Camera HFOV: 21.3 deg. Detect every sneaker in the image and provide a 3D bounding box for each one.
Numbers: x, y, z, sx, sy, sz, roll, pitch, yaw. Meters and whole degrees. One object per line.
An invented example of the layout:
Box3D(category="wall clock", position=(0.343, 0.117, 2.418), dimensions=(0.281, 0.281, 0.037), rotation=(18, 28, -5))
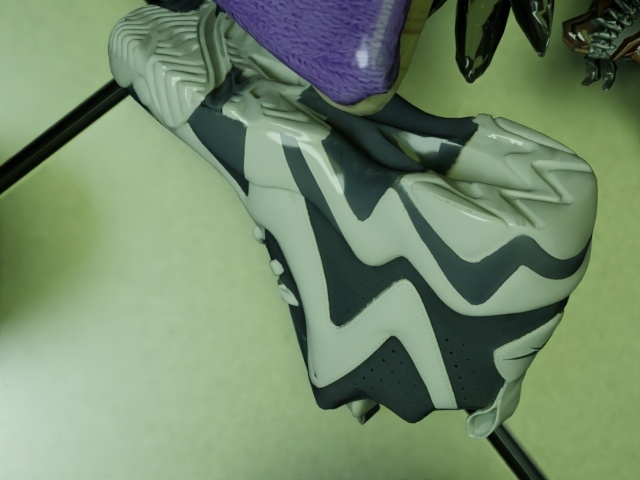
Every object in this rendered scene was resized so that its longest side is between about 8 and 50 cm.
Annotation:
Box3D(category="sneaker", position=(0.000, 0.000, 0.712), dimensions=(0.235, 0.094, 0.153), rotation=(25, 128, 25))

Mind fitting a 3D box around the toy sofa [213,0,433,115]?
Box3D(category="toy sofa", position=(-0.083, -0.198, 0.581), dimensions=(0.362, 0.150, 0.177), rotation=(38, 104, 41))

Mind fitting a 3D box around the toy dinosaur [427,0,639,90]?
Box3D(category="toy dinosaur", position=(0.136, -0.149, 0.650), dimensions=(0.164, 0.218, 0.322), rotation=(-23, 103, 34))
